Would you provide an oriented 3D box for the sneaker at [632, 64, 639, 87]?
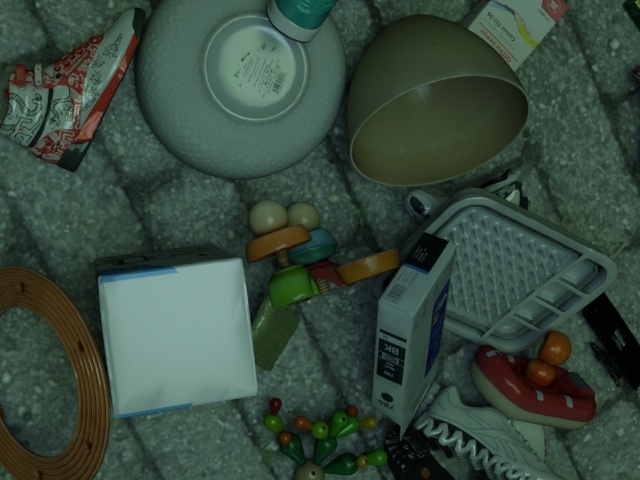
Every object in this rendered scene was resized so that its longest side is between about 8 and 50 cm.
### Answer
[{"bbox_3d":[0.619,-0.171,1.658,0.112,0.121,0.299,-21,93,19],"label":"sneaker"}]

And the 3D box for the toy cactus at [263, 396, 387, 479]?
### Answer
[{"bbox_3d":[-0.006,0.350,1.554,0.219,0.112,0.180,18,109,-18],"label":"toy cactus"}]

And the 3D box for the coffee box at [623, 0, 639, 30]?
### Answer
[{"bbox_3d":[0.637,-0.386,1.675,0.113,0.040,0.184,-40,104,-8],"label":"coffee box"}]

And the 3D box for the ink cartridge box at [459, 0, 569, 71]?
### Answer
[{"bbox_3d":[0.308,-0.357,1.575,0.115,0.067,0.198,41,84,-15],"label":"ink cartridge box"}]

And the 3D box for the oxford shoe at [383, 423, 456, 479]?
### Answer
[{"bbox_3d":[0.180,0.419,1.571,0.083,0.096,0.227,-22,69,-15],"label":"oxford shoe"}]

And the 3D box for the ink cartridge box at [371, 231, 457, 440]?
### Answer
[{"bbox_3d":[0.143,0.159,1.481,0.065,0.332,0.165,20,48,20],"label":"ink cartridge box"}]

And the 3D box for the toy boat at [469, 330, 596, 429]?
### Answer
[{"bbox_3d":[0.373,0.220,1.586,0.231,0.151,0.151,14,110,-23],"label":"toy boat"}]

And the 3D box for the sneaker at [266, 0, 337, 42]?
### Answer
[{"bbox_3d":[0.004,-0.440,1.357,0.124,0.178,0.295,23,44,-21],"label":"sneaker"}]

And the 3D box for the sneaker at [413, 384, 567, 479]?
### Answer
[{"bbox_3d":[0.303,0.343,1.564,0.292,0.110,0.118,27,70,23],"label":"sneaker"}]

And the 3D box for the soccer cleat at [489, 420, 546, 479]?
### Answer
[{"bbox_3d":[0.350,0.447,1.624,0.116,0.143,0.331,6,93,-16],"label":"soccer cleat"}]

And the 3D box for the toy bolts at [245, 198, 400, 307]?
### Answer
[{"bbox_3d":[0.000,0.000,1.442,0.218,0.228,0.158,-19,85,3],"label":"toy bolts"}]

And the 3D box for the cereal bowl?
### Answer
[{"bbox_3d":[-0.112,-0.261,1.433,0.339,0.141,0.339,-1,94,-15],"label":"cereal bowl"}]

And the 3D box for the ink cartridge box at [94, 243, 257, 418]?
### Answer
[{"bbox_3d":[-0.221,0.120,1.371,0.198,0.270,0.197,-7,96,-15],"label":"ink cartridge box"}]

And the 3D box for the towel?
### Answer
[{"bbox_3d":[-0.081,0.148,1.490,0.027,0.148,0.110,26,81,22],"label":"towel"}]

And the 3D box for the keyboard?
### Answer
[{"bbox_3d":[0.530,0.190,1.713,0.100,0.038,0.192,-44,105,-31],"label":"keyboard"}]

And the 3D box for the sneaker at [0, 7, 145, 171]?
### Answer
[{"bbox_3d":[-0.374,-0.250,1.387,0.145,0.090,0.270,26,92,-18],"label":"sneaker"}]

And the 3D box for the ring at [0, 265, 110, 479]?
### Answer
[{"bbox_3d":[-0.405,0.200,1.333,0.032,0.336,0.336,-14,101,-52],"label":"ring"}]

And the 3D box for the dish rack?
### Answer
[{"bbox_3d":[0.281,0.045,1.532,0.333,0.072,0.285,23,132,-23],"label":"dish rack"}]

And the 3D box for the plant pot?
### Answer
[{"bbox_3d":[0.162,-0.240,1.468,0.284,0.284,0.191,-7,61,-15],"label":"plant pot"}]

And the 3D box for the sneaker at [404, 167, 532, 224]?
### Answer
[{"bbox_3d":[0.263,-0.070,1.577,0.235,0.094,0.153,27,86,-16],"label":"sneaker"}]
